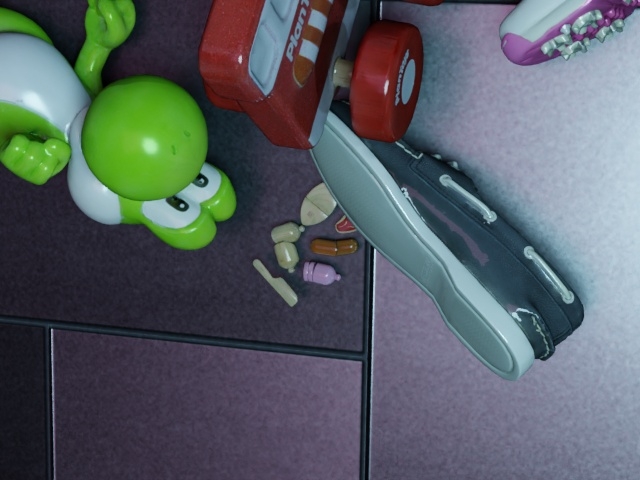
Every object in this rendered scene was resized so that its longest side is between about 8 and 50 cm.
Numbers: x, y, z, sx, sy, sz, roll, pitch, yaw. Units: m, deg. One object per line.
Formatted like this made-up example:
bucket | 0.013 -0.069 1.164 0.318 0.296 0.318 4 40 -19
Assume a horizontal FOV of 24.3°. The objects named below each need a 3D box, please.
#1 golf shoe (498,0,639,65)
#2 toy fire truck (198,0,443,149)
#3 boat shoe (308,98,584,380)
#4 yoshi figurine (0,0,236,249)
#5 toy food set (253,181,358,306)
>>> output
golf shoe | 0.251 -0.269 1.198 0.306 0.115 0.140 -40 76 14
toy fire truck | -0.003 -0.227 1.183 0.169 0.254 0.302 13 79 16
boat shoe | 0.103 -0.016 1.297 0.091 0.114 0.302 -35 79 -20
yoshi figurine | -0.233 -0.130 1.335 0.362 0.203 0.203 31 102 8
toy food set | 0.000 0.000 1.372 0.122 0.019 0.078 -43 85 13
